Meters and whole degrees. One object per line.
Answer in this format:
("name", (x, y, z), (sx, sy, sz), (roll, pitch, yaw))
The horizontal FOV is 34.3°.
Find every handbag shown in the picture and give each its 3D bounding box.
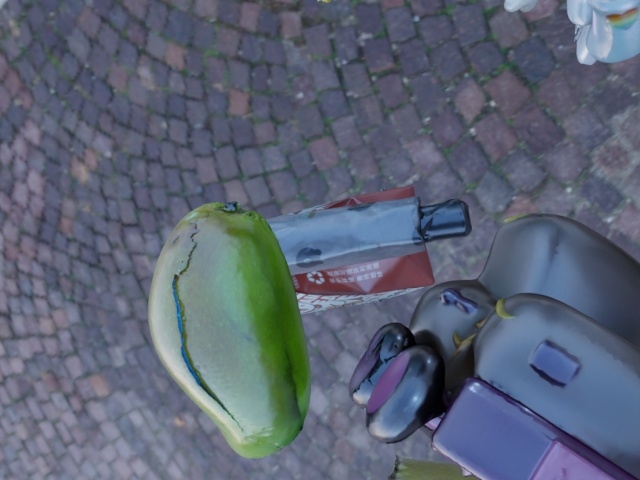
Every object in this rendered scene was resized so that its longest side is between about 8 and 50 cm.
("handbag", (-0.016, 0.022, 1.395), (0.171, 0.298, 0.151), (-22, 77, 63))

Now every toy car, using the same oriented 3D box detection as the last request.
("toy car", (0.193, 0.109, 0.833), (0.271, 0.340, 0.240), (34, 87, -8))

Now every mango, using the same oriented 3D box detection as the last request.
("mango", (-0.075, 0.083, 0.873), (0.125, 0.111, 0.233), (-4, 108, 13))

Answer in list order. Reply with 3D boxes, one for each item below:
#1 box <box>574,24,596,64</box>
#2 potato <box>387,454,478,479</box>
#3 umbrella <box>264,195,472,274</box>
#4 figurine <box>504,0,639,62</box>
("box", (0.422, -0.383, 1.473), (0.044, 0.142, 0.285), (11, 153, -2))
("potato", (0.214, 0.484, 1.305), (0.319, 0.442, 0.385), (5, 86, 10))
("umbrella", (0.000, 0.000, 1.162), (0.337, 0.073, 0.067), (-9, 85, 10))
("figurine", (0.144, -0.283, 0.676), (0.205, 0.382, 0.225), (-27, 64, 18))
